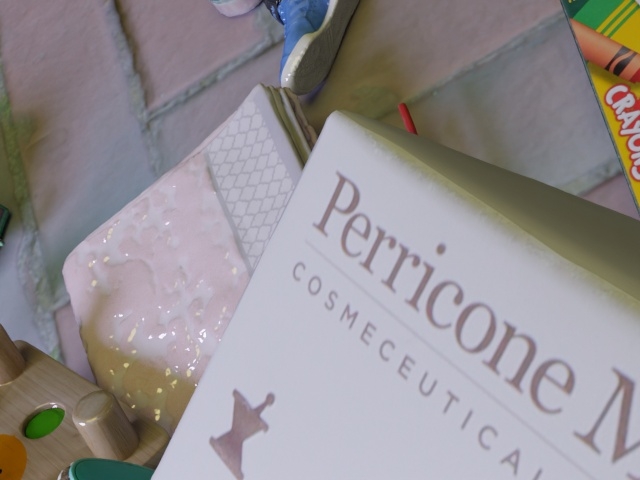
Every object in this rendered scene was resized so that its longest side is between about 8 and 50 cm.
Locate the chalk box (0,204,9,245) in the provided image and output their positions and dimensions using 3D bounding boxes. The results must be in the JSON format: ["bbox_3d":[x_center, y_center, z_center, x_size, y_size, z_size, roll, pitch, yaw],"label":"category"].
[{"bbox_3d":[-0.449,-0.003,1.095,0.213,0.132,0.132,6,71,32],"label":"chalk box"}]

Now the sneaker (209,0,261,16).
[{"bbox_3d":[-0.067,-0.403,1.072,0.108,0.121,0.302,13,74,32],"label":"sneaker"}]

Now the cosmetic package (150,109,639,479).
[{"bbox_3d":[0.120,0.205,0.487,0.329,0.327,0.394,38,107,43],"label":"cosmetic package"}]

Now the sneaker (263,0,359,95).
[{"bbox_3d":[-0.025,-0.216,0.999,0.084,0.058,0.152,15,72,27],"label":"sneaker"}]

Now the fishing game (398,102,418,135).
[{"bbox_3d":[0.000,0.000,0.902,0.264,0.041,0.189,-32,55,22],"label":"fishing game"}]

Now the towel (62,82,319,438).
[{"bbox_3d":[-0.094,0.062,0.886,0.317,0.053,0.332,-40,54,21],"label":"towel"}]

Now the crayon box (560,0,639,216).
[{"bbox_3d":[0.370,-0.106,0.701,0.313,0.106,0.363,-22,59,19],"label":"crayon box"}]

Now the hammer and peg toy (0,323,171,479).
[{"bbox_3d":[-0.322,0.197,0.839,0.361,0.127,0.266,18,50,41],"label":"hammer and peg toy"}]

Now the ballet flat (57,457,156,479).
[{"bbox_3d":[-0.090,0.229,0.740,0.077,0.241,0.091,-61,25,18],"label":"ballet flat"}]
